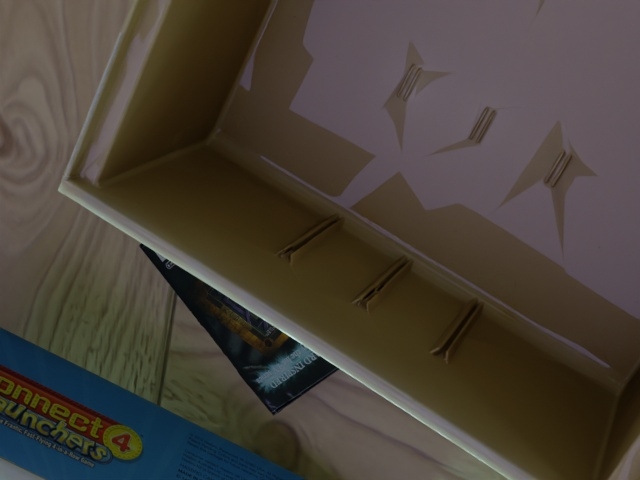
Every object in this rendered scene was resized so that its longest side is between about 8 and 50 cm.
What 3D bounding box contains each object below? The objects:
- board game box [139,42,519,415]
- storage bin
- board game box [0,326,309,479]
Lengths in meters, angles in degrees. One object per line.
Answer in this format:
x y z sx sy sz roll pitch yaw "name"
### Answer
0.000 0.000 0.588 0.186 0.026 0.126 -38 89 33 "board game box"
0.074 -0.074 0.443 0.262 0.123 0.260 32 114 11 "storage bin"
-0.161 0.221 0.660 0.308 0.086 0.302 29 122 -10 "board game box"
